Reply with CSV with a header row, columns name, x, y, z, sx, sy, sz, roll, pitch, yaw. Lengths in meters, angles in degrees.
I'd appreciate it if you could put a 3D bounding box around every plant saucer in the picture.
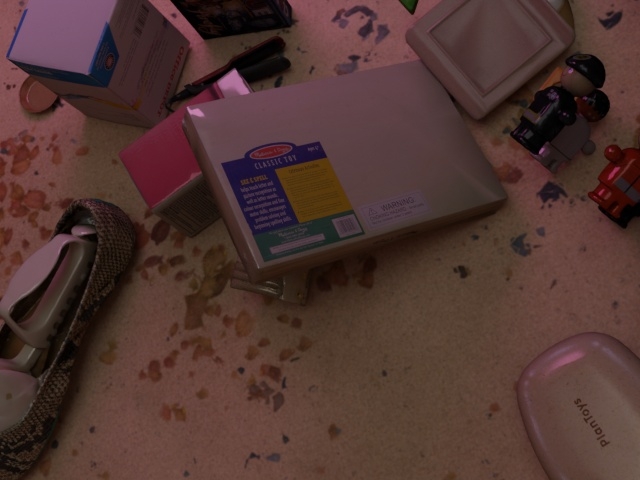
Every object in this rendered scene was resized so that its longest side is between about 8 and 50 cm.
name,x,y,z,sx,sy,sz,roll,pitch,yaw
plant saucer,-0.507,-0.268,1.681,0.083,0.015,0.083,-5,73,15

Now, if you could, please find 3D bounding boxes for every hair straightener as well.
name,x,y,z,sx,sy,sz,roll,pitch,yaw
hair straightener,-0.155,-0.257,1.552,0.230,0.047,0.089,-21,69,10

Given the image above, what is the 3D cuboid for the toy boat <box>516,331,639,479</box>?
name,x,y,z,sx,sy,sz,roll,pitch,yaw
toy boat,0.430,0.222,1.195,0.318,0.148,0.267,-31,63,15

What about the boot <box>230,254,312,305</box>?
name,x,y,z,sx,sy,sz,roll,pitch,yaw
boot,0.000,0.000,1.405,0.262,0.095,0.203,8,88,-1

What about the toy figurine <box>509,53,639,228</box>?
name,x,y,z,sx,sy,sz,roll,pitch,yaw
toy figurine,0.386,-0.134,1.262,0.213,0.209,0.148,43,101,23

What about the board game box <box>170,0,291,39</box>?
name,x,y,z,sx,sy,sz,roll,pitch,yaw
board game box,-0.160,-0.407,1.492,0.165,0.243,0.042,-5,73,16

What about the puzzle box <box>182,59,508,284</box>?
name,x,y,z,sx,sy,sz,roll,pitch,yaw
puzzle box,0.036,-0.113,1.334,0.409,0.052,0.272,-15,67,-24

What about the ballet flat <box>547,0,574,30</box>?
name,x,y,z,sx,sy,sz,roll,pitch,yaw
ballet flat,0.327,-0.404,1.434,0.080,0.073,0.232,-22,69,11

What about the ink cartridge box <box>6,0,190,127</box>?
name,x,y,z,sx,sy,sz,roll,pitch,yaw
ink cartridge box,-0.357,-0.312,1.531,0.168,0.232,0.171,13,79,22

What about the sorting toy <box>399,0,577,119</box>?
name,x,y,z,sx,sy,sz,roll,pitch,yaw
sorting toy,0.258,-0.306,1.413,0.196,0.047,0.348,-40,81,7

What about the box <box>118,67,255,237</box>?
name,x,y,z,sx,sy,sz,roll,pitch,yaw
box,-0.172,-0.134,1.467,0.232,0.148,0.127,-35,67,4

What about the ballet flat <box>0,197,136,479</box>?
name,x,y,z,sx,sy,sz,roll,pitch,yaw
ballet flat,-0.454,0.146,1.454,0.164,0.182,0.483,22,82,21
